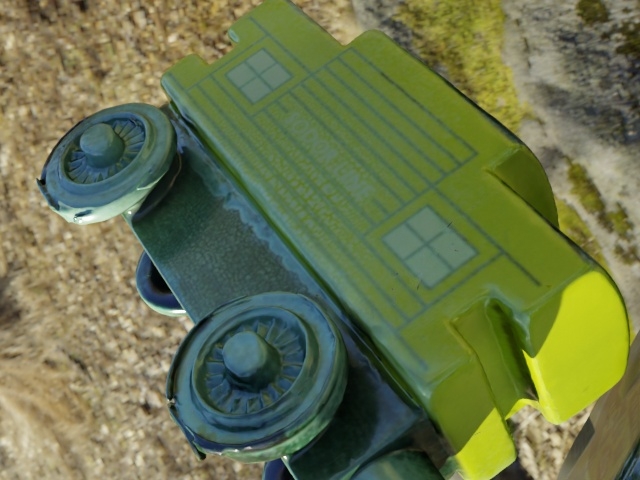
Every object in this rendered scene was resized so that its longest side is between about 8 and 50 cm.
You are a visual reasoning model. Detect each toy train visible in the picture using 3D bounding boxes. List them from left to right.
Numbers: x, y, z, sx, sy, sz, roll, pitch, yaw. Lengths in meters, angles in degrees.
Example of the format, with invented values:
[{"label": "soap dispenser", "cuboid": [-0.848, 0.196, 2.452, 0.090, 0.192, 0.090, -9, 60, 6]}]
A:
[{"label": "toy train", "cuboid": [0.000, 0.000, 0.680, 0.442, 0.272, 0.179, 49, 172, 42]}]

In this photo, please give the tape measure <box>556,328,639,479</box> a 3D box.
[{"label": "tape measure", "cuboid": [0.292, 0.188, 0.814, 0.138, 0.259, 0.262, 29, 107, 7]}]
